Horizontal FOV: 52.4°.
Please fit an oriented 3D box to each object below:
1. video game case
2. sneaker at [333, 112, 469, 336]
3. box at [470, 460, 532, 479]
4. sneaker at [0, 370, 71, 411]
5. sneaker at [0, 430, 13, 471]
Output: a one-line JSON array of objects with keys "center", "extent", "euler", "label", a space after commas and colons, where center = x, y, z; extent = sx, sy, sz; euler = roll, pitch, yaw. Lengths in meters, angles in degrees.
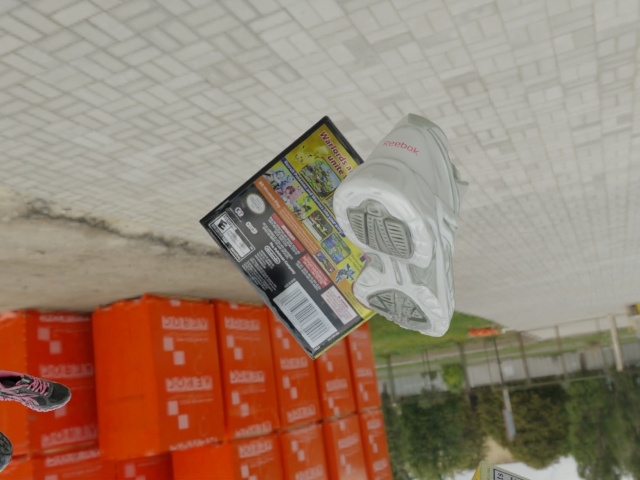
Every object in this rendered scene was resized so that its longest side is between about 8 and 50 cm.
[{"center": [0.000, 0.000, 0.966], "extent": [0.248, 0.275, 0.035], "euler": [-38, -176, 12], "label": "video game case"}, {"center": [0.083, -0.006, 0.526], "extent": [0.090, 0.115, 0.232], "euler": [22, 153, 21], "label": "sneaker"}, {"center": [0.229, 0.372, 0.632], "extent": [0.243, 0.213, 0.117], "euler": [21, -155, 6], "label": "box"}, {"center": [-0.430, 0.218, 0.961], "extent": [0.119, 0.047, 0.057], "euler": [15, 140, -19], "label": "sneaker"}, {"center": [-0.557, 0.276, 0.938], "extent": [0.097, 0.235, 0.084], "euler": [-49, 174, -5], "label": "sneaker"}]
